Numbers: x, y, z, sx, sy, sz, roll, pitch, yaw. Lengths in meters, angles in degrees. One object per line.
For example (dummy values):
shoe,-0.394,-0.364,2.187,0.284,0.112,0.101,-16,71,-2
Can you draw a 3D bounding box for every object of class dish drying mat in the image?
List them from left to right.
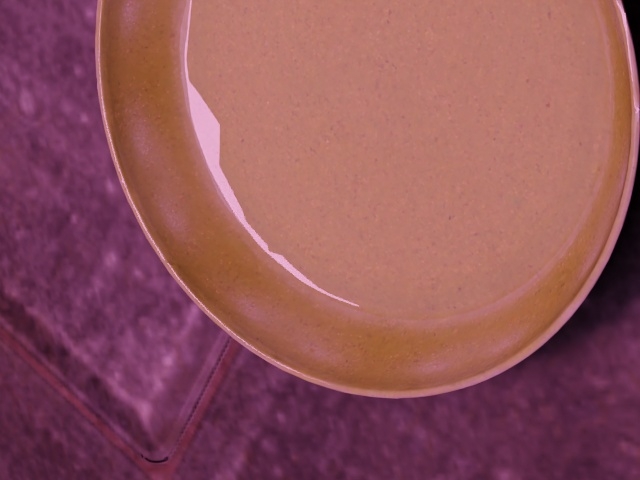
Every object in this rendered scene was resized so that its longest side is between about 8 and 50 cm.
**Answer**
dish drying mat,0.000,0.000,0.801,0.083,0.008,0.032,52,127,11

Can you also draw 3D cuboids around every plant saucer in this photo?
plant saucer,0.018,-0.060,0.742,0.241,0.037,0.241,11,110,31
